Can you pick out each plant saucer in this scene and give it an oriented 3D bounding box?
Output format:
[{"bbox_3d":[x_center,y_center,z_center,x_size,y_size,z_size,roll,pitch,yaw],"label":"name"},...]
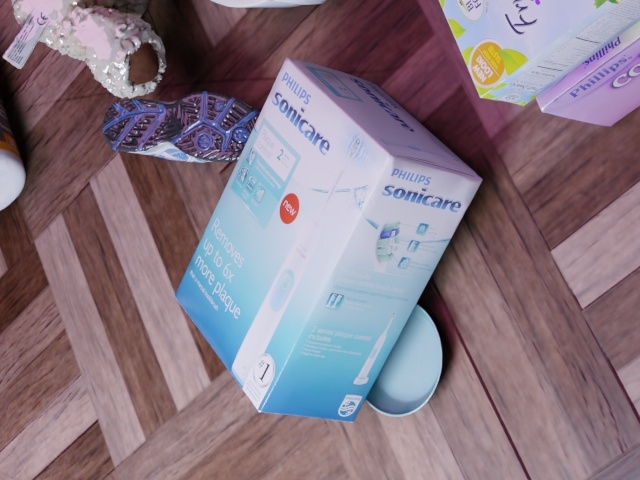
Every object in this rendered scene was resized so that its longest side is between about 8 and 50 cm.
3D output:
[{"bbox_3d":[0.082,0.118,1.524,0.119,0.021,0.119,-5,83,42],"label":"plant saucer"}]

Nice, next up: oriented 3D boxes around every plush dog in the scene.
[{"bbox_3d":[-0.271,-0.290,1.764,0.211,0.225,0.262,-3,92,11],"label":"plush dog"}]

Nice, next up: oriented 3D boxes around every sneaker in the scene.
[{"bbox_3d":[-0.141,-0.129,1.723,0.211,0.081,0.080,9,91,26],"label":"sneaker"}]

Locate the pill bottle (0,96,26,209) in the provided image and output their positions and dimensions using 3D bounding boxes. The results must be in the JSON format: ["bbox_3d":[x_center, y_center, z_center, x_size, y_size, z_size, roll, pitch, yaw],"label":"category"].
[{"bbox_3d":[-0.502,-0.173,2.003,0.162,0.162,0.278,-39,61,34],"label":"pill bottle"}]

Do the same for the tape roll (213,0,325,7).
[{"bbox_3d":[-0.064,-0.442,1.625,0.392,0.072,0.392,10,102,51],"label":"tape roll"}]

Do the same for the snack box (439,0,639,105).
[{"bbox_3d":[0.193,-0.240,1.256,0.207,0.070,0.174,-38,62,36],"label":"snack box"}]

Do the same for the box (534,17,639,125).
[{"bbox_3d":[0.259,-0.262,1.325,0.213,0.117,0.243,-37,62,35],"label":"box"}]

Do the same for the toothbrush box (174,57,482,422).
[{"bbox_3d":[0.000,0.000,1.522,0.216,0.126,0.295,49,118,46],"label":"toothbrush box"}]
